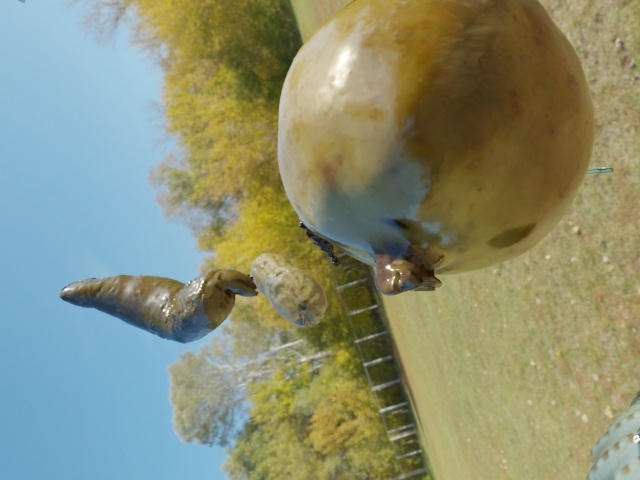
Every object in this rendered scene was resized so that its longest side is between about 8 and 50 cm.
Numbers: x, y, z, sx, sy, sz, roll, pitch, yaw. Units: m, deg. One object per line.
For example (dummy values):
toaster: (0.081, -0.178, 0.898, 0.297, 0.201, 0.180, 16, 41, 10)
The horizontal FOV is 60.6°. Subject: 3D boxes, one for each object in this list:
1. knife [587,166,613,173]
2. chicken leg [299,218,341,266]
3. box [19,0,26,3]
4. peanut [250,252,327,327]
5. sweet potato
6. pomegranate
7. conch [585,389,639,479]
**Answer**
knife: (0.449, -0.137, 1.148, 0.043, 0.293, 0.019, -22, -72, -55)
chicken leg: (-0.001, -0.001, 0.729, 0.083, 0.021, 0.036, 51, -175, -16)
box: (-0.426, -0.454, 0.810, 0.269, 0.044, 0.152, 20, 89, 59)
peanut: (-0.062, 0.082, 1.005, 0.214, 0.100, 0.099, 40, 154, 56)
sweet potato: (-0.220, 0.094, 0.793, 0.124, 0.310, 0.098, 61, -142, -46)
pomegranate: (0.105, -0.107, 0.521, 0.307, 0.308, 0.307, -18, -90, -87)
conch: (0.431, 0.344, 0.661, 0.302, 0.215, 0.319, 87, -161, -48)
